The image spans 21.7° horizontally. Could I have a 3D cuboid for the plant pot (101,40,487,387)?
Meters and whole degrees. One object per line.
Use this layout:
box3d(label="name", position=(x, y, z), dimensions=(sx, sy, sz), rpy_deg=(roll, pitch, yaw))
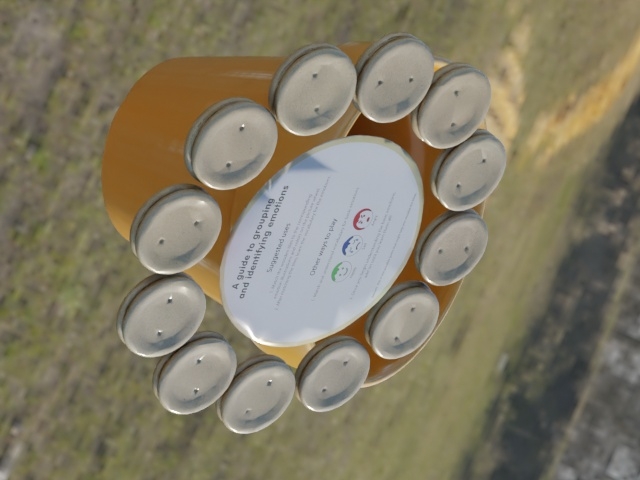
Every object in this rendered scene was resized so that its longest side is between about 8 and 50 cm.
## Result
box3d(label="plant pot", position=(-0.027, -0.033, 1.042), dimensions=(0.205, 0.188, 0.205), rpy_deg=(-31, 130, -47))

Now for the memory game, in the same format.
box3d(label="memory game", position=(0.000, 0.000, 0.674), dimensions=(0.186, 0.012, 0.186), rpy_deg=(-22, 133, -26))
